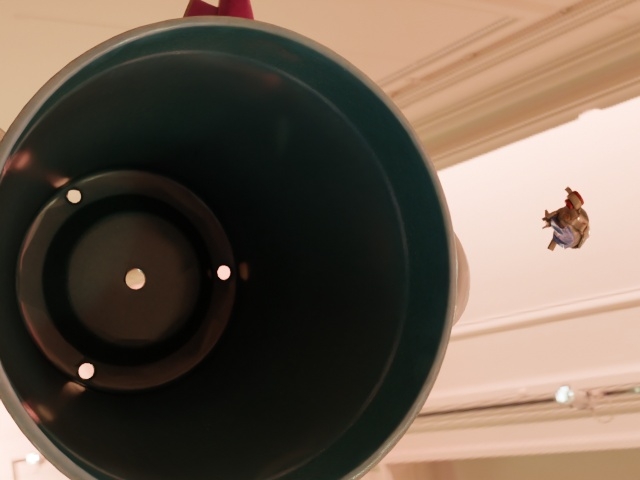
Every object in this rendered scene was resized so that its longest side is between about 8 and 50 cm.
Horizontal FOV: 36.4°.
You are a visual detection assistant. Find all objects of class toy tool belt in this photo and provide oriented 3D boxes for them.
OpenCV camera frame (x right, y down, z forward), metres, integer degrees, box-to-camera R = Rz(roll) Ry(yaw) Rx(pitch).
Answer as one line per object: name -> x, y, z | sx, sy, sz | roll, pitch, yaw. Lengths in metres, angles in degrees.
toy tool belt -> 0.274, -0.019, 1.099 | 0.051, 0.083, 0.052 | -32, -124, 0

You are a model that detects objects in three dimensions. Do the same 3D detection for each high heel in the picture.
high heel -> -0.093, -0.369, 1.319 | 0.117, 0.082, 0.244 | 23, -94, 7

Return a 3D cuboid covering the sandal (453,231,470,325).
sandal -> 0.008, -0.013, 1.172 | 0.416, 0.102, 0.169 | 28, -94, 29

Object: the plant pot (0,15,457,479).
plant pot -> -0.096, 0.024, 0.628 | 0.255, 0.272, 0.271 | 170, -85, -65

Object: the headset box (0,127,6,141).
headset box -> -0.402, -0.011, 0.732 | 0.131, 0.246, 0.283 | 35, -89, 44
